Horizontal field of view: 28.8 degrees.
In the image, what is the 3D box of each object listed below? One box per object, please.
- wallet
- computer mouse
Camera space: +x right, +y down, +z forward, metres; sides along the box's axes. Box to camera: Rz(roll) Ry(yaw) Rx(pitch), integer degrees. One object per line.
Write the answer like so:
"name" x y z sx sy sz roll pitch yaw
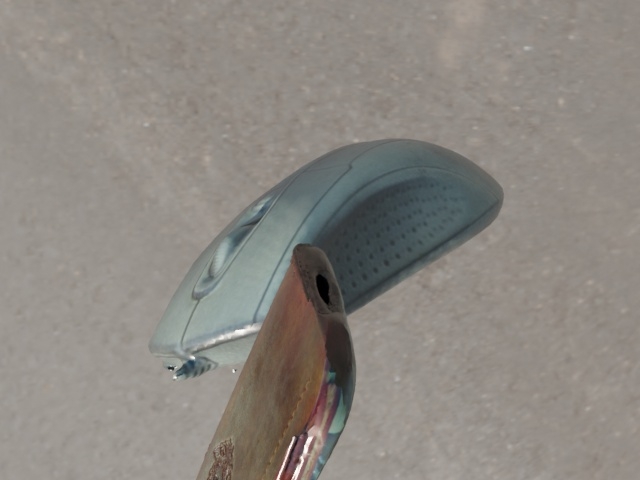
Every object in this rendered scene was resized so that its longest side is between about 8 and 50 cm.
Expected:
"wallet" -0.043 0.135 0.593 0.031 0.137 0.255 19 111 -10
"computer mouse" 0.000 0.000 1.041 0.188 0.371 0.122 -19 101 51
